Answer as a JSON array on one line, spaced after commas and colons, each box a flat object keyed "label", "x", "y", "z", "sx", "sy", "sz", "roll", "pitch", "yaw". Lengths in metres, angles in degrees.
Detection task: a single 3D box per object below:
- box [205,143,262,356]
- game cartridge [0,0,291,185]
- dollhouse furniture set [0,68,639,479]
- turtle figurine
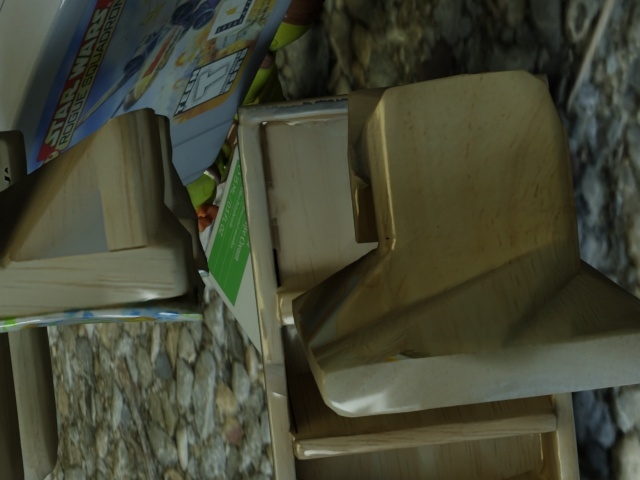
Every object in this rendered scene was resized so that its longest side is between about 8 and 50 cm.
[{"label": "box", "x": 0.000, "y": 0.000, "z": 1.038, "sx": 0.087, "sy": 0.102, "sz": 0.101, "roll": 52, "pitch": 139, "yaw": 35}, {"label": "game cartridge", "x": -0.084, "y": -0.107, "z": 0.823, "sx": 0.062, "sy": 0.198, "sz": 0.297, "roll": 39, "pitch": 130, "yaw": 13}, {"label": "dollhouse furniture set", "x": 0.053, "y": 0.061, "z": 0.743, "sx": 0.394, "sy": 0.362, "sz": 0.256, "roll": -130, "pitch": 33, "yaw": -85}, {"label": "turtle figurine", "x": -0.056, "y": -0.083, "z": 1.071, "sx": 0.217, "sy": 0.087, "sz": 0.269, "roll": -63, "pitch": 2, "yaw": 32}]
